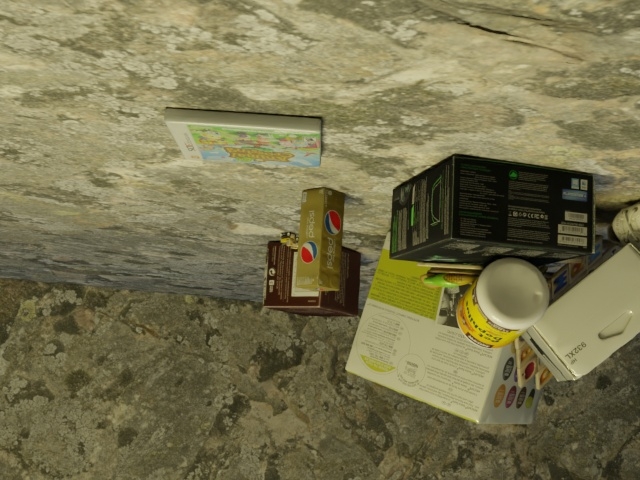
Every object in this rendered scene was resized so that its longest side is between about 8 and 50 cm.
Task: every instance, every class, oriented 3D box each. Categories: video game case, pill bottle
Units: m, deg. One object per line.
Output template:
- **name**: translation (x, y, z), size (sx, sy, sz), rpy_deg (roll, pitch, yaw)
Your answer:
- **video game case**: translation (-0.104, -0.144, 1.279), size (0.212, 0.023, 0.193), rpy_deg (4, 170, 0)
- **pill bottle**: translation (0.295, 0.112, 1.477), size (0.117, 0.117, 0.215), rpy_deg (4, 161, -2)

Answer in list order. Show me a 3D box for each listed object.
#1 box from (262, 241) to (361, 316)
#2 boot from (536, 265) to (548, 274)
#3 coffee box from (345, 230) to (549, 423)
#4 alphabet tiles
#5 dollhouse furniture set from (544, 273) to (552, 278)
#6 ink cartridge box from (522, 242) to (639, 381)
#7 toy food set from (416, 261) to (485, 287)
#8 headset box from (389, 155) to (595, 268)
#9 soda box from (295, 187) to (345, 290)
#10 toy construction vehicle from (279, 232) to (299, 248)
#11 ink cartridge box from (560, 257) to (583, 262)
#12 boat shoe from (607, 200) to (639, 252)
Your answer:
- **box**: translation (-0.019, 0.099, 2.226), size (0.167, 0.169, 0.203), rpy_deg (-3, 168, 30)
- **boot**: translation (0.313, 0.025, 1.704), size (0.076, 0.208, 0.189), rpy_deg (-29, 170, -38)
- **coffee box**: translation (0.314, 0.201, 1.984), size (0.338, 0.334, 0.337), rpy_deg (16, 178, 34)
- **alphabet tiles**: translation (0.530, 0.157, 1.890), size (0.342, 0.285, 0.011), rpy_deg (-34, -137, -26)
- **dollhouse furniture set**: translation (0.530, 0.142, 2.496), size (0.242, 0.161, 0.212), rpy_deg (24, 180, 27)
- **ink cartridge box**: translation (0.494, 0.140, 1.611), size (0.223, 0.129, 0.307), rpy_deg (-39, 167, 2)
- **toy food set**: translation (0.247, 0.070, 1.588), size (0.132, 0.039, 0.192), rpy_deg (2, 174, 20)
- **headset box**: translation (0.270, -0.032, 1.468), size (0.246, 0.131, 0.283), rpy_deg (6, 170, -15)
- **soda box**: translation (0.000, 0.000, 1.607), size (0.058, 0.181, 0.061), rpy_deg (-5, 167, 41)
- **toy construction vehicle**: translation (-0.050, 0.005, 2.088), size (0.098, 0.035, 0.086), rpy_deg (-4, 168, 37)
- **ink cartridge box**: translation (0.442, -0.010, 1.647), size (0.092, 0.090, 0.143), rpy_deg (2, 170, 12)
- **boat shoe**: translation (0.555, -0.019, 1.533), size (0.096, 0.098, 0.277), rpy_deg (2, 171, 6)
